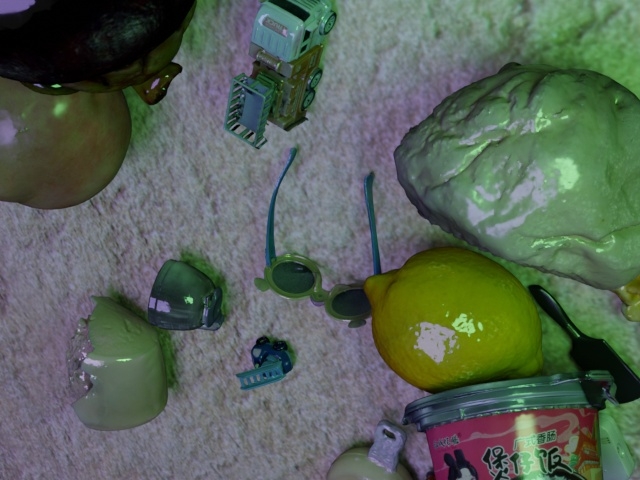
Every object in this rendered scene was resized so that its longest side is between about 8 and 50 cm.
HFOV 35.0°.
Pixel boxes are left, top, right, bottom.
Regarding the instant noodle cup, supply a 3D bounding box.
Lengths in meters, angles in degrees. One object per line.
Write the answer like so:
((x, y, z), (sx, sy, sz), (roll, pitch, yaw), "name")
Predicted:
((0.241, 0.276, 1.234), (0.302, 0.258, 0.181), (141, 126, -60), "instant noodle cup")

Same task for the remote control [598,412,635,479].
((0.302, 0.287, 1.405), (0.250, 0.034, 0.103), (-12, 114, 44), "remote control")

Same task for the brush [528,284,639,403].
((0.329, 0.127, 1.269), (0.193, 0.016, 0.063), (47, 140, -3), "brush")

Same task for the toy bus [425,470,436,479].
((0.184, 0.449, 1.598), (0.079, 0.077, 0.174), (22, 133, 24), "toy bus")

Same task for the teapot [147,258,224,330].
((-0.211, 0.109, 1.621), (0.108, 0.111, 0.149), (16, 127, 10), "teapot")

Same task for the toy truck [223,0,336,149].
((-0.053, -0.213, 1.226), (0.080, 0.115, 0.178), (31, 135, 15), "toy truck")

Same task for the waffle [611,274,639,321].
((0.421, 0.031, 1.090), (0.250, 0.056, 0.261), (35, 140, 11), "waffle")

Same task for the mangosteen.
((-0.286, -0.341, 1.168), (0.382, 0.382, 0.435), (21, 172, 25), "mangosteen")

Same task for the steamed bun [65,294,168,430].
((-0.379, 0.224, 1.800), (0.200, 0.170, 0.225), (26, 134, 27), "steamed bun")

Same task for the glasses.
((0.016, -0.010, 1.395), (0.189, 0.088, 0.220), (21, 113, 26), "glasses")

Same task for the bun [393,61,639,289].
((0.229, -0.077, 1.025), (0.281, 0.281, 0.205), (27, 101, 19), "bun")

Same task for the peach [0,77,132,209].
((-0.405, -0.168, 1.428), (0.292, 0.247, 0.292), (15, 154, 8), "peach")

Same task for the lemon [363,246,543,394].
((0.166, 0.102, 1.256), (0.244, 0.187, 0.187), (24, 135, 8), "lemon")

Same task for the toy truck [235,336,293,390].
((-0.091, 0.201, 1.608), (0.073, 0.090, 0.056), (8, 127, 35), "toy truck")

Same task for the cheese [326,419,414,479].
((0.106, 0.384, 1.615), (0.163, 0.071, 0.249), (42, 138, 3), "cheese")
